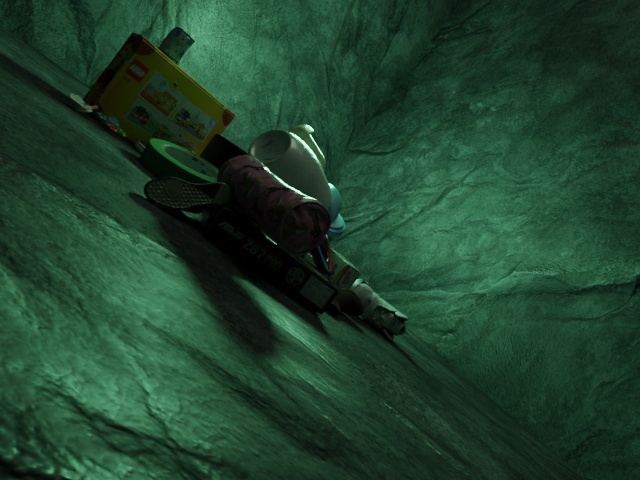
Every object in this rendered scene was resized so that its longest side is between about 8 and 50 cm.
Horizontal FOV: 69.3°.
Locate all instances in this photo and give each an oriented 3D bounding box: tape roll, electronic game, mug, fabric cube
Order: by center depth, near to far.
[{"bbox_3d":[0.000,0.000,1.508,0.229,0.048,0.229,-14,90,-80],"label":"electronic game"},{"bbox_3d":[-0.492,-0.260,1.706,0.321,0.077,0.321,32,13,-8],"label":"tape roll"},{"bbox_3d":[-0.173,-0.221,1.754,0.276,0.374,0.328,59,-2,37],"label":"mug"},{"bbox_3d":[-0.369,-0.249,1.978,0.254,0.259,0.258,37,1,25],"label":"fabric cube"}]

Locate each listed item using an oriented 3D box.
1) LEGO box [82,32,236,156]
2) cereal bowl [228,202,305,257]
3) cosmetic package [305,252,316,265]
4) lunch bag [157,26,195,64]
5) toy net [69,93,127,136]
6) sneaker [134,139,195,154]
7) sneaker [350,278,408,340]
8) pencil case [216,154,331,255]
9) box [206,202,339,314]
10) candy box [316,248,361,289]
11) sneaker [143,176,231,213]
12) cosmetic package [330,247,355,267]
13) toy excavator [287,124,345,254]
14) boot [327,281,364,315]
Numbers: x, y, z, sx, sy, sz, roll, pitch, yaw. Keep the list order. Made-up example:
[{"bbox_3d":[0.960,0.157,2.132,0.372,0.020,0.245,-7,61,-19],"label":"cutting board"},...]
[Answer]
[{"bbox_3d":[-0.684,-0.561,1.993,0.500,0.372,0.193,37,1,-41],"label":"LEGO box"},{"bbox_3d":[-0.167,-0.080,1.597,0.339,0.141,0.339,26,-22,11],"label":"cereal bowl"},{"bbox_3d":[-0.128,0.044,1.766,0.239,0.098,0.060,39,-1,20],"label":"cosmetic package"},{"bbox_3d":[-0.616,-0.822,1.947,0.151,0.128,0.096,35,-2,40],"label":"lunch bag"},{"bbox_3d":[-0.829,-0.453,1.709,0.122,0.045,0.232,58,14,28],"label":"toy net"},{"bbox_3d":[-0.614,-0.350,1.947,0.321,0.127,0.126,34,5,-46],"label":"sneaker"},{"bbox_3d":[0.239,0.292,1.927,0.210,0.137,0.366,35,-4,39],"label":"sneaker"},{"bbox_3d":[-0.135,-0.102,1.247,0.167,0.159,0.386,-6,29,-35],"label":"pencil case"},{"bbox_3d":[-0.153,0.037,1.375,0.395,0.097,0.318,37,-2,-15],"label":"box"},{"bbox_3d":[0.049,0.138,1.849,0.071,0.159,0.233,35,2,-25],"label":"candy box"},{"bbox_3d":[-0.376,-0.117,1.226,0.226,0.086,0.164,0,0,-42],"label":"sneaker"},{"bbox_3d":[0.035,0.118,2.240,0.151,0.151,0.184,39,2,43],"label":"cosmetic package"},{"bbox_3d":[-0.033,-0.226,2.052,0.433,0.445,0.222,35,27,3],"label":"toy excavator"},{"bbox_3d":[0.055,0.216,1.591,0.248,0.090,0.207,39,13,-11],"label":"boot"}]
